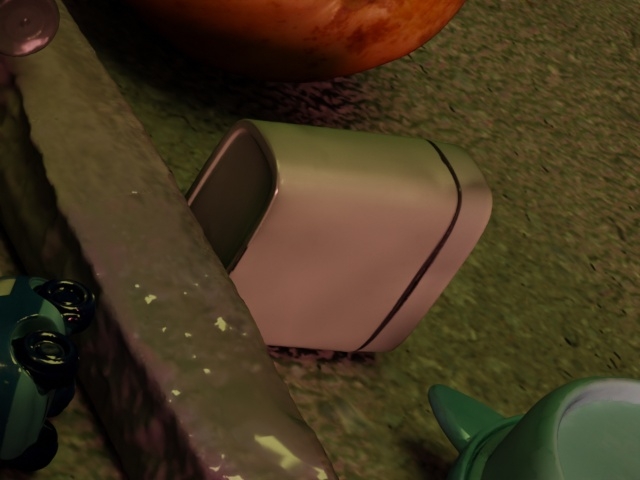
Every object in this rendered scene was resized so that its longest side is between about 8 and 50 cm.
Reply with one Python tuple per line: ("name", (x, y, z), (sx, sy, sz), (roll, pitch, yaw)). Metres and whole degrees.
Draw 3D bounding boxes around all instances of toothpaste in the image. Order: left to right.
("toothpaste", (-0.183, -0.168, 0.930), (0.062, 0.039, 0.239), (-13, 43, -23))

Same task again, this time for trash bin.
("trash bin", (0.000, 0.000, 0.906), (0.130, 0.116, 0.059), (6, 40, -38))

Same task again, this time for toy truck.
("toy truck", (-0.132, 0.035, 0.795), (0.074, 0.063, 0.136), (15, 28, -4))

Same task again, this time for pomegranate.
("pomegranate", (-0.028, -0.224, 1.081), (0.252, 0.229, 0.270), (4, 37, -42))

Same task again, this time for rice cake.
("rice cake", (-0.107, -0.011, 0.871), (0.070, 0.064, 0.399), (-6, 49, -35))

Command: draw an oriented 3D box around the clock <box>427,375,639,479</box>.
("clock", (0.160, 0.158, 0.864), (0.274, 0.094, 0.223), (33, 30, -4))
